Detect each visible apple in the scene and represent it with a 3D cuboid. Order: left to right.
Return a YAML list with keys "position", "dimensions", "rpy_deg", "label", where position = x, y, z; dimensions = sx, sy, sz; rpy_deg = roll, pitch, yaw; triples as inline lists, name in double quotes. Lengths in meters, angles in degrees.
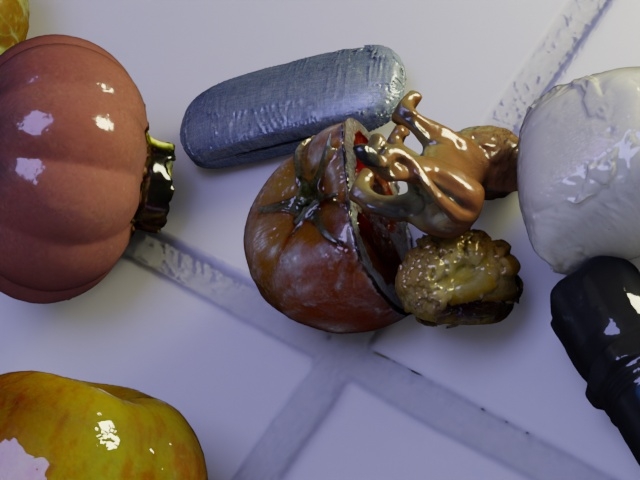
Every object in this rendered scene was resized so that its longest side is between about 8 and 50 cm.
- position: [-0.253, 0.248, 1.654]
  dimensions: [0.301, 0.301, 0.301]
  rpy_deg: [-15, 54, 21]
  label: "apple"

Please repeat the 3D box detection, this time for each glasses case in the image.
- position: [-0.034, -0.153, 1.931]
  dimensions: [0.282, 0.067, 0.109]
  rpy_deg: [-14, 51, 24]
  label: "glasses case"

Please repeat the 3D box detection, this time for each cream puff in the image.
- position: [0.133, 0.038, 1.661]
  dimensions: [0.119, 0.133, 0.104]
  rpy_deg: [3, 92, 56]
  label: "cream puff"

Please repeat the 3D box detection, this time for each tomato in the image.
- position: [0.000, 0.000, 1.741]
  dimensions: [0.155, 0.181, 0.214]
  rpy_deg: [-23, 47, 22]
  label: "tomato"

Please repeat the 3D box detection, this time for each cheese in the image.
- position: [0.290, -0.072, 1.629]
  dimensions: [0.189, 0.154, 0.198]
  rpy_deg: [-26, 47, 33]
  label: "cheese"

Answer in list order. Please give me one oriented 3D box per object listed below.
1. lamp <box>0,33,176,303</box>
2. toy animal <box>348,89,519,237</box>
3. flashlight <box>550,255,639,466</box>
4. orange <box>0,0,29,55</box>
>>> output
- position: [-0.286, -0.079, 1.914]
  dimensions: [0.305, 0.240, 0.305]
  rpy_deg: [-173, 90, -72]
  label: "lamp"
- position: [0.125, -0.068, 1.667]
  dimensions: [0.157, 0.312, 0.097]
  rpy_deg: [25, 113, 6]
  label: "toy animal"
- position: [0.327, 0.190, 1.482]
  dimensions: [0.103, 0.103, 0.424]
  rpy_deg: [-32, 51, 8]
  label: "flashlight"
- position: [-0.537, -0.291, 2.198]
  dimensions: [0.329, 0.249, 0.329]
  rpy_deg: [-10, 61, 18]
  label: "orange"
